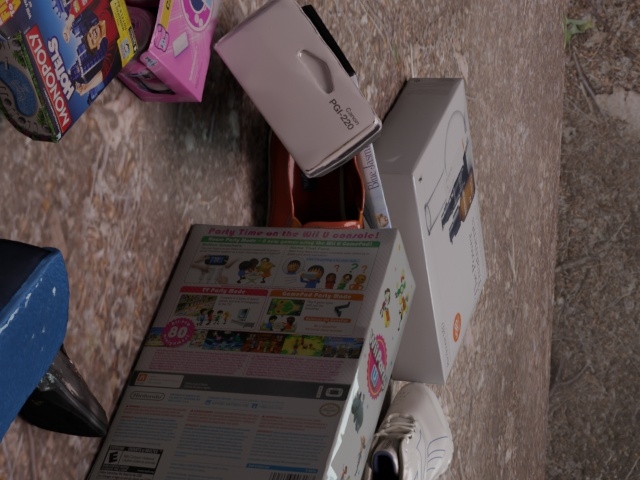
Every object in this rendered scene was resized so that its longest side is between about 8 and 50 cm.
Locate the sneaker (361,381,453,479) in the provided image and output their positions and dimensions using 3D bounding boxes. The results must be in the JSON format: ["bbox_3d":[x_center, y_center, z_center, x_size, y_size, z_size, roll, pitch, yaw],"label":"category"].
[{"bbox_3d":[0.119,0.309,1.782,0.297,0.111,0.129,-73,152,-47],"label":"sneaker"}]

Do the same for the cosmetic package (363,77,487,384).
[{"bbox_3d":[0.162,-0.016,1.897,0.284,0.097,0.377,-58,144,-48],"label":"cosmetic package"}]

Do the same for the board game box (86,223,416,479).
[{"bbox_3d":[-0.054,0.127,1.165,0.098,0.224,0.303,67,33,-46],"label":"board game box"}]

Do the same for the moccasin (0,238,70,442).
[{"bbox_3d":[-0.270,0.113,0.764,0.342,0.116,0.138,-58,157,-60],"label":"moccasin"}]

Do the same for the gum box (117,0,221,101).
[{"bbox_3d":[-0.141,-0.222,1.124,0.107,0.062,0.189,43,53,-64],"label":"gum box"}]

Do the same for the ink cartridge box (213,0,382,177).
[{"bbox_3d":[-0.015,-0.148,1.248,0.159,0.092,0.218,54,3,-1],"label":"ink cartridge box"}]

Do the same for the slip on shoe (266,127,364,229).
[{"bbox_3d":[0.000,0.000,1.409,0.101,0.123,0.332,-176,-98,-74],"label":"slip on shoe"}]

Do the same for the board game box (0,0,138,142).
[{"bbox_3d":[-0.223,-0.179,0.920,0.194,0.060,0.194,-61,146,-48],"label":"board game box"}]

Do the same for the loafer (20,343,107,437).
[{"bbox_3d":[-0.212,0.106,0.983,0.170,0.062,0.061,62,32,-55],"label":"loafer"}]

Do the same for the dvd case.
[{"bbox_3d":[0.031,-0.138,1.511,0.180,0.022,0.253,-117,-172,-50],"label":"dvd case"}]
